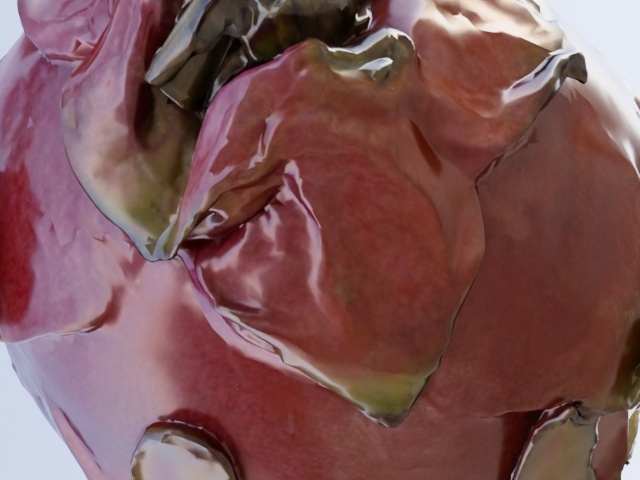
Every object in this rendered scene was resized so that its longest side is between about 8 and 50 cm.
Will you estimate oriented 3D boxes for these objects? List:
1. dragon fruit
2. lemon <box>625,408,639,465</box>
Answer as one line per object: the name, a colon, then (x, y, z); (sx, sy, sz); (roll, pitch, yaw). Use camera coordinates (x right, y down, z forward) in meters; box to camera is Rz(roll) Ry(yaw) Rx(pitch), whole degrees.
dragon fruit: (0.001, 0.000, 0.625); (0.315, 0.250, 0.250); (-79, 8, -82)
lemon: (0.104, 0.065, 0.826); (0.065, 0.065, 0.092); (-45, -72, -30)
